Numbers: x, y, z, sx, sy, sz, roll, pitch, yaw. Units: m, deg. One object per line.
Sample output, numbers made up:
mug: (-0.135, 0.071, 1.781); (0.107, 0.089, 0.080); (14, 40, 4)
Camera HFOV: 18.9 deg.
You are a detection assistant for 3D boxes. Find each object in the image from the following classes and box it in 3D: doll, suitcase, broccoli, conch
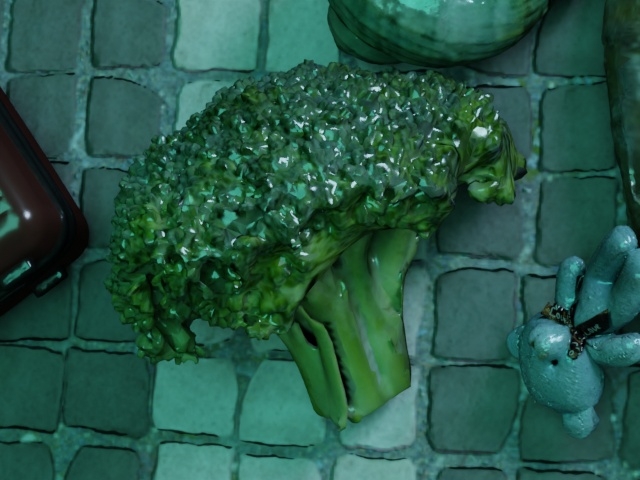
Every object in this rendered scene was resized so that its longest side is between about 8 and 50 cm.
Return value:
doll: (0.211, 0.071, 1.584); (0.120, 0.075, 0.180); (58, 143, 35)
suitcase: (-0.380, -0.008, 1.721); (0.297, 0.161, 0.236); (-35, 78, 8)
broccoli: (-0.012, -0.020, 1.620); (0.375, 0.302, 0.249); (-28, 54, -18)
conch: (0.082, -0.206, 1.642); (0.188, 0.176, 0.122); (16, 93, 54)

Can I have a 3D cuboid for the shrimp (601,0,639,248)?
shrimp: (0.328, -0.093, 1.572); (0.221, 0.110, 0.445); (-2, 87, 43)
